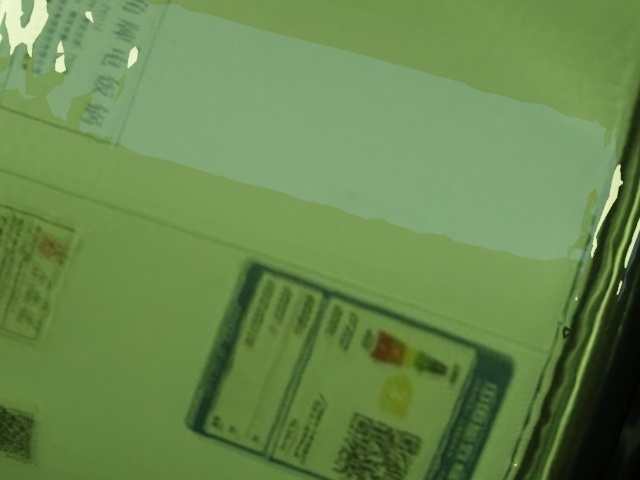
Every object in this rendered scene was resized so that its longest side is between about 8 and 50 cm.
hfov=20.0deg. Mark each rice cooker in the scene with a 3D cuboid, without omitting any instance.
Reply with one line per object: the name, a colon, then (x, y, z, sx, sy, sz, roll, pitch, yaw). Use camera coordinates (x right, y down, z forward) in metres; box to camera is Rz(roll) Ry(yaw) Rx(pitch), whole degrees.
rice cooker: (0.000, 0.000, 0.479, 0.227, 0.241, 0.281, 18, 92, 1)
